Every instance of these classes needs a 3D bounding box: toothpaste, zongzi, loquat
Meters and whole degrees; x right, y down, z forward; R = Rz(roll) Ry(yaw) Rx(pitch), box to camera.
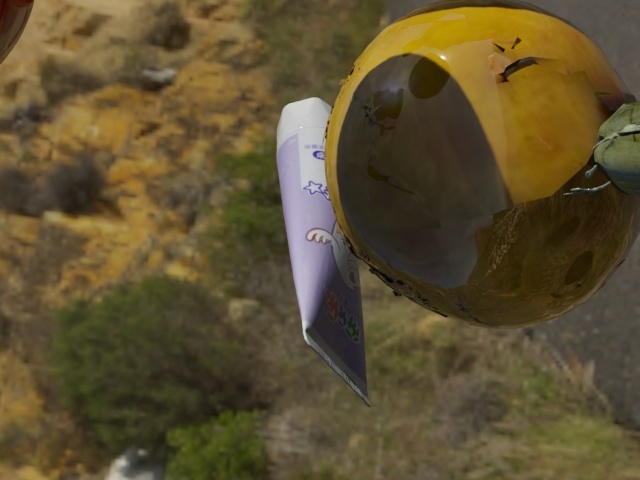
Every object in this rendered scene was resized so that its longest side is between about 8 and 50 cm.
[{"bbox_3d":[0.000,0.000,1.377,0.125,0.080,0.371,50,-156,-40],"label":"toothpaste"},{"bbox_3d":[0.192,-0.021,0.710,0.062,0.154,0.130,33,-133,-43],"label":"zongzi"},{"bbox_3d":[0.117,-0.055,0.935,0.235,0.235,0.235,-172,90,-86],"label":"loquat"}]

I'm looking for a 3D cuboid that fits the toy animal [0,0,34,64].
[{"bbox_3d":[-0.256,-0.180,0.831,0.198,0.171,0.171,52,-139,-63],"label":"toy animal"}]
